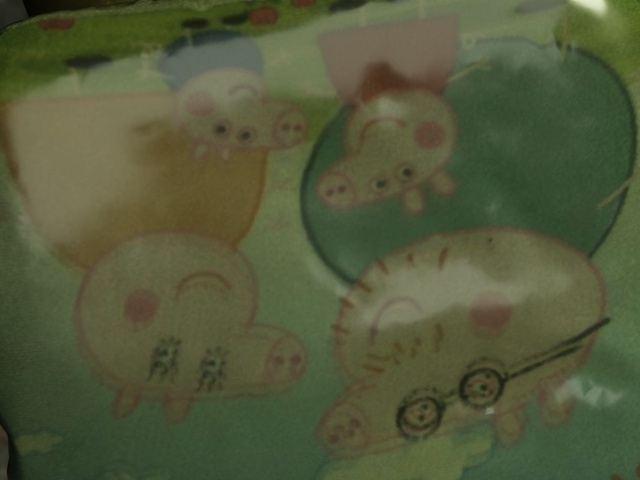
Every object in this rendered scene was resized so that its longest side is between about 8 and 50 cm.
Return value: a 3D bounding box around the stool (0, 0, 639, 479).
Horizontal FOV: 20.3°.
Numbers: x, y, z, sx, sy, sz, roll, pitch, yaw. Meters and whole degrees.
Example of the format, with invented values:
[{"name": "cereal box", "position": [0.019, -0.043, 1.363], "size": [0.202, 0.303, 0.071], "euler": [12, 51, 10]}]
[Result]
[{"name": "stool", "position": [0.000, 0.000, 0.856], "size": [0.310, 0.226, 0.310], "euler": [-7, 112, -1]}]
